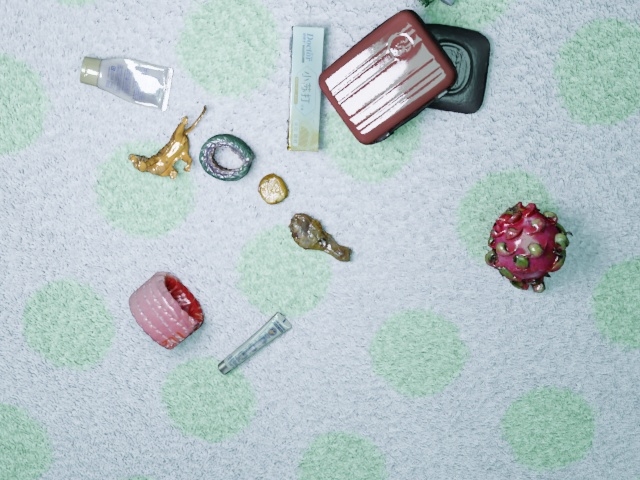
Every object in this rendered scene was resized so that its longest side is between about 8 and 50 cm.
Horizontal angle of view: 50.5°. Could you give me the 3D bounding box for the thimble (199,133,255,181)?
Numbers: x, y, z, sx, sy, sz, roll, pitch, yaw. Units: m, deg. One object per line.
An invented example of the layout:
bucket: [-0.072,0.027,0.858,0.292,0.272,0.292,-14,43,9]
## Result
thimble: [-0.246,-0.215,1.774,0.135,0.090,0.118,29,104,-7]

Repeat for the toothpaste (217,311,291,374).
toothpaste: [-0.189,0.293,1.907,0.239,0.039,0.062,-39,102,7]

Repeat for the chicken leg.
chicken leg: [-0.001,0.001,1.831,0.197,0.069,0.085,32,77,-12]

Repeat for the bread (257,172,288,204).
bread: [-0.127,-0.135,1.810,0.083,0.046,0.081,28,96,-2]

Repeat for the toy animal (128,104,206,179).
toy animal: [-0.375,-0.251,1.778,0.255,0.116,0.114,-43,121,4]

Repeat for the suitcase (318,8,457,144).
suitcase: [0.164,-0.397,1.664,0.297,0.161,0.236,-35,93,19]

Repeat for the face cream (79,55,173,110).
face cream: [-0.503,-0.415,1.762,0.224,0.070,0.114,10,103,-13]

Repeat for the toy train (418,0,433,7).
toy train: [0.266,-0.710,1.645,0.154,0.115,0.269,30,95,-4]

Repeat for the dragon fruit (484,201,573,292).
dragon fruit: [0.528,0.022,1.755,0.218,0.273,0.198,-29,67,-15]

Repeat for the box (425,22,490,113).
box: [0.330,-0.438,1.733,0.201,0.042,0.213,8,102,2]

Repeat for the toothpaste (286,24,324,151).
toothpaste: [-0.040,-0.387,1.744,0.089,0.071,0.313,2,102,-3]

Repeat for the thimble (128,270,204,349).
thimble: [-0.413,0.184,1.827,0.125,0.163,0.190,-38,92,10]

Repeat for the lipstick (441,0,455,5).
lipstick: [0.351,-0.663,1.681,0.048,0.048,0.158,31,102,-5]
